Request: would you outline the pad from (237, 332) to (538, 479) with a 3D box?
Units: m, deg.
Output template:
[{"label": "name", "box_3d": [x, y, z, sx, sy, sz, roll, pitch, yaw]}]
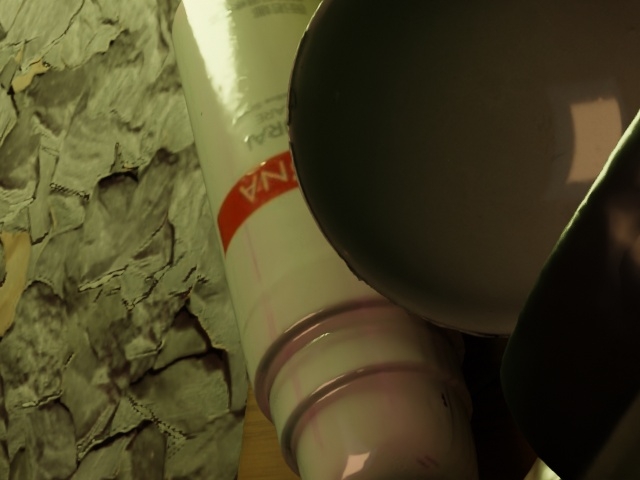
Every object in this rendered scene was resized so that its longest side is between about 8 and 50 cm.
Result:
[{"label": "pad", "box_3d": [0.045, 0.167, 0.856, 0.286, 0.018, 0.284, -13, 66, 49]}]

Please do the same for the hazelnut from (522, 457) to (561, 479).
[{"label": "hazelnut", "box_3d": [0.130, 0.122, 0.673, 0.154, 0.143, 0.143, -48, 43, 23]}]

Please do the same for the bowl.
[{"label": "bowl", "box_3d": [0.082, -0.047, 0.819, 0.086, 0.189, 0.189, 71, -148, -83]}]

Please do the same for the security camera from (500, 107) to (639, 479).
[{"label": "security camera", "box_3d": [0.210, 0.046, 0.531, 0.277, 0.197, 0.191, 32, 98, 11]}]

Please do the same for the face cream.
[{"label": "face cream", "box_3d": [0.000, 0.000, 0.891, 0.102, 0.102, 0.345, -48, 38, 28]}]
